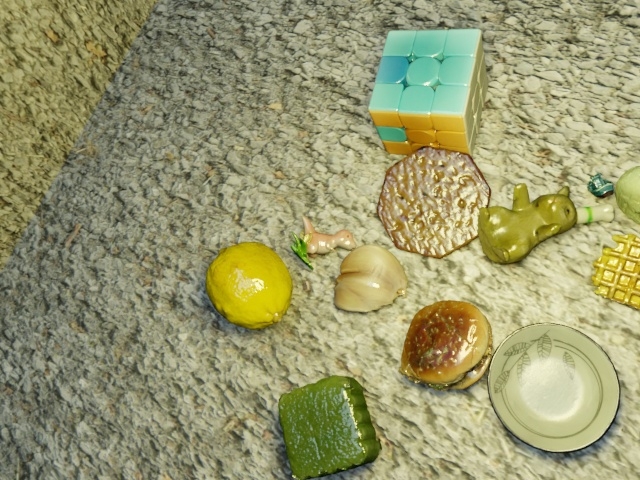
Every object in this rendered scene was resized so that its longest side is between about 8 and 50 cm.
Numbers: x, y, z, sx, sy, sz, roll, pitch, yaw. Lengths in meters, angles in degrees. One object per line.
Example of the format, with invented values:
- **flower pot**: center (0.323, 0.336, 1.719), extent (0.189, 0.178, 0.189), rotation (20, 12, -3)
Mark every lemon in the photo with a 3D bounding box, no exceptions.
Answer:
- **lemon**: center (-0.225, 0.150, 1.663), extent (0.268, 0.268, 0.322), rotation (-37, 65, 6)

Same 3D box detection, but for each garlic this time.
- **garlic**: center (0.153, 0.115, 1.609), extent (0.227, 0.110, 0.218), rotation (3, 70, 23)

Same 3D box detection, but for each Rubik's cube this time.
- **Rubik's cube**: center (0.343, -0.448, 1.623), extent (0.291, 0.291, 0.291), rotation (11, 77, 23)

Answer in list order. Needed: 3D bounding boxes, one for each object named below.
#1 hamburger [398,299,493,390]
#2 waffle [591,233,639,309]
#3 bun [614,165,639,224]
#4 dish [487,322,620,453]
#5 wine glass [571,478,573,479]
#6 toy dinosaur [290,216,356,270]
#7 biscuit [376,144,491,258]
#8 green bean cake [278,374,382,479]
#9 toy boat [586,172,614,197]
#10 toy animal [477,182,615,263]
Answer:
- **hamburger**: center (0.342, 0.286, 1.436), extent (0.286, 0.146, 0.243), rotation (-43, 40, 22)
- **waffle**: center (0.837, 0.066, 1.340), extent (0.229, 0.057, 0.219), rotation (21, 101, 26)
- **bun**: center (0.857, -0.101, 1.339), extent (0.108, 0.221, 0.221), rotation (-48, 62, 0)
- **dish**: center (0.592, 0.377, 1.344), extent (0.316, 0.106, 0.317), rotation (-6, 73, 19)
- **wine glass**: center (0.604, 0.705, 1.245), extent (0.074, 0.074, 0.263), rotation (12, 76, 25)
- **toy dinosaur**: center (-0.002, -0.003, 1.695), extent (0.177, 0.152, 0.194), rotation (-45, 68, -7)
- **biscuit**: center (0.346, -0.120, 1.609), extent (0.358, 0.046, 0.360), rotation (-1, 87, 23)
- **green bean cake**: center (0.021, 0.532, 1.486), extent (0.246, 0.156, 0.250), rotation (-23, 65, 15)
- **toy boat**: center (0.773, -0.156, 1.441), extent (0.060, 0.137, 0.061), rotation (-24, 94, 21)
- **toy animal**: center (0.615, -0.069, 1.446), extent (0.362, 0.180, 0.181), rotation (-30, 59, 8)
